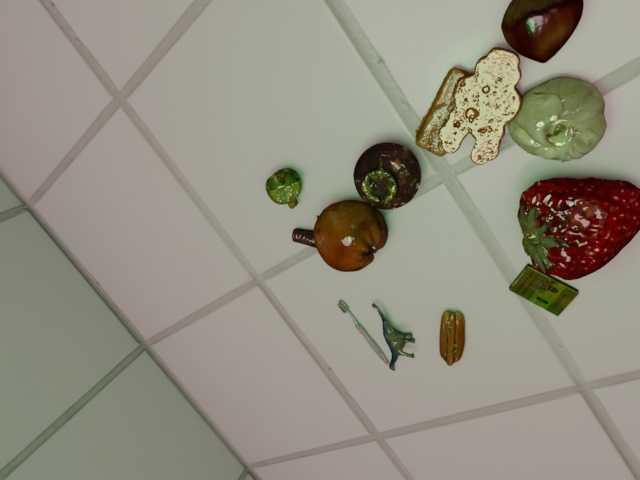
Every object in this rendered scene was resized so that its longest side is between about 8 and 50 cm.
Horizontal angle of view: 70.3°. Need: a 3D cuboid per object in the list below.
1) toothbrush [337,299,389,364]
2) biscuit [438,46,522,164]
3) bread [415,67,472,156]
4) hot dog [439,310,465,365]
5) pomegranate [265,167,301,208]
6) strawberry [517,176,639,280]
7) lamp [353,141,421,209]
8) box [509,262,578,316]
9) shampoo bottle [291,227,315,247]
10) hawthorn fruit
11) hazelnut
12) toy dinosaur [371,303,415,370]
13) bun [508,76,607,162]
[{"bbox_3d":[0.193,0.412,2.016,0.028,0.037,0.375,-30,104,35],"label":"toothbrush"},{"bbox_3d":[0.489,-0.400,1.365,0.202,0.047,0.334,22,121,13],"label":"biscuit"},{"bbox_3d":[0.408,-0.412,1.467,0.139,0.077,0.271,28,123,8],"label":"bread"},{"bbox_3d":[0.531,0.396,1.837,0.100,0.068,0.250,5,117,22],"label":"hot dog"},{"bbox_3d":[-0.143,-0.211,1.791,0.122,0.143,0.169,51,175,32],"label":"pomegranate"},{"bbox_3d":[0.800,-0.065,1.393,0.345,0.295,0.318,-22,89,-3],"label":"strawberry"},{"bbox_3d":[0.227,-0.217,1.561,0.247,0.247,0.247,10,119,19],"label":"lamp"},{"bbox_3d":[0.798,0.178,1.631,0.193,0.030,0.121,29,123,7],"label":"box"},{"bbox_3d":[-0.001,0.002,1.865,0.236,0.067,0.068,11,112,18],"label":"shampoo bottle"},{"bbox_3d":[0.088,-0.033,1.701,0.298,0.277,0.277,35,127,31],"label":"hawthorn fruit"},{"bbox_3d":[0.601,-0.583,1.235,0.208,0.208,0.208,10,119,19],"label":"hazelnut"},{"bbox_3d":[0.318,0.423,1.939,0.147,0.076,0.363,-5,117,33],"label":"toy dinosaur"},{"bbox_3d":[0.696,-0.348,1.328,0.259,0.160,0.259,9,116,20],"label":"bun"}]
